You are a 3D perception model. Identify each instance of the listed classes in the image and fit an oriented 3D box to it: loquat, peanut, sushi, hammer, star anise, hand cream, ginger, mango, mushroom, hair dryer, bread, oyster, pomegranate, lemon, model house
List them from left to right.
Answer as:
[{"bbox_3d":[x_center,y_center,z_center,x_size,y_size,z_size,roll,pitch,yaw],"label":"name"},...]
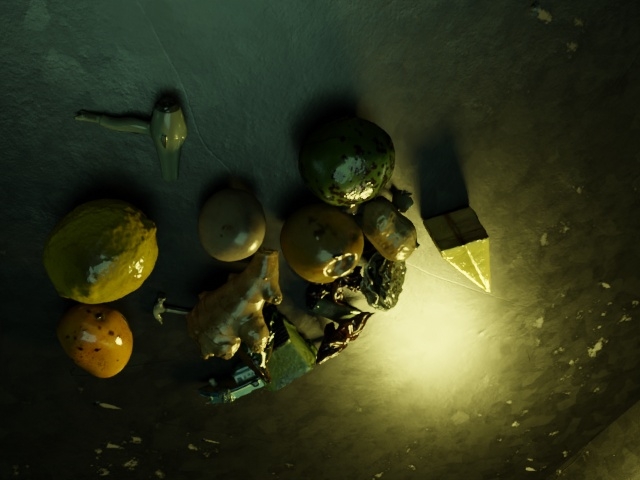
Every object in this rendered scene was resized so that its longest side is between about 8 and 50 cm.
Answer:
[{"bbox_3d":[-0.671,0.306,1.706,0.190,0.160,0.291,-16,130,-12],"label":"mango"},{"bbox_3d":[-0.577,0.032,1.468,0.321,0.268,0.268,-35,125,-3],"label":"lemon"},{"bbox_3d":[-0.458,-0.245,1.436,0.266,0.092,0.229,-5,132,8],"label":"hair dryer"},{"bbox_3d":[-0.410,0.236,1.792,0.246,0.029,0.103,14,120,-23],"label":"hammer"},{"bbox_3d":[-0.233,-0.039,1.560,0.204,0.204,0.204,-6,125,-8],"label":"mushroom"},{"bbox_3d":[-0.228,0.199,1.610,0.375,0.236,0.166,-42,152,30],"label":"ginger"},{"bbox_3d":[-0.201,0.301,1.754,0.140,0.287,0.149,0,170,29],"label":"sushi"},{"bbox_3d":[-0.148,0.367,1.893,0.193,0.170,0.211,-35,97,16],"label":"model house"},{"bbox_3d":[0.000,0.000,1.591,0.243,0.244,0.244,-6,125,-8],"label":"loquat"},{"bbox_3d":[0.041,0.235,1.877,0.235,0.055,0.086,29,119,-37],"label":"hand cream"},{"bbox_3d":[0.048,0.120,1.755,0.220,0.126,0.190,23,113,-22],"label":"star anise"},{"bbox_3d":[0.064,0.302,1.862,0.272,0.102,0.272,-40,161,-16],"label":"star anise"},{"bbox_3d":[0.069,-0.194,1.470,0.254,0.254,0.271,-6,122,-9],"label":"pomegranate"},{"bbox_3d":[0.198,0.126,1.749,0.112,0.198,0.268,18,142,27],"label":"oyster"},{"bbox_3d":[0.195,-0.027,1.573,0.129,0.129,0.224,-40,125,15],"label":"peanut"},{"bbox_3d":[0.433,0.054,1.766,0.163,0.168,0.264,-16,127,0],"label":"bread"}]

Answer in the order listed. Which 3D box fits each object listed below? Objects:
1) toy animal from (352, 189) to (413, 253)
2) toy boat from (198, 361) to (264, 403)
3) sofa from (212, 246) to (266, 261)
[{"bbox_3d":[0.192,-0.061,1.689,0.185,0.094,0.214,-8,133,-3],"label":"toy animal"},{"bbox_3d":[-0.309,0.490,1.948,0.237,0.109,0.098,-23,106,0],"label":"toy boat"},{"bbox_3d":[-0.243,0.032,1.671,0.147,0.085,0.060,8,80,-17],"label":"sofa"}]
